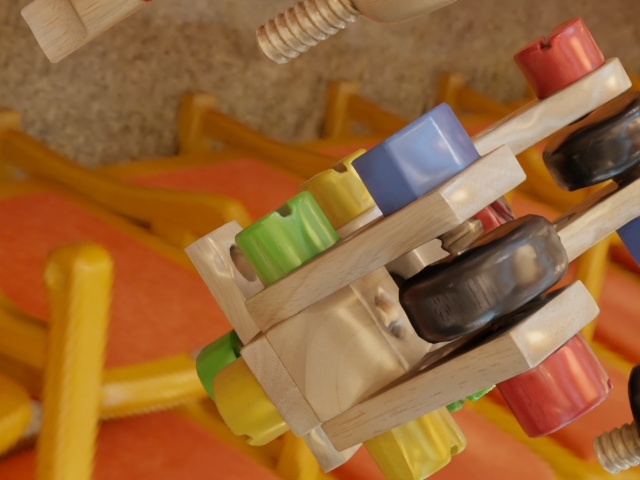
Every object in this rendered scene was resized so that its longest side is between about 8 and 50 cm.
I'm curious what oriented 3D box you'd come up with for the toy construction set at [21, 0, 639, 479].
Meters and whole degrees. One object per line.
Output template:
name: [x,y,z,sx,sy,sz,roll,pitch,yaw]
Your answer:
toy construction set: [0.000,0.000,0.652,0.309,0.237,0.257,48,31,-26]
